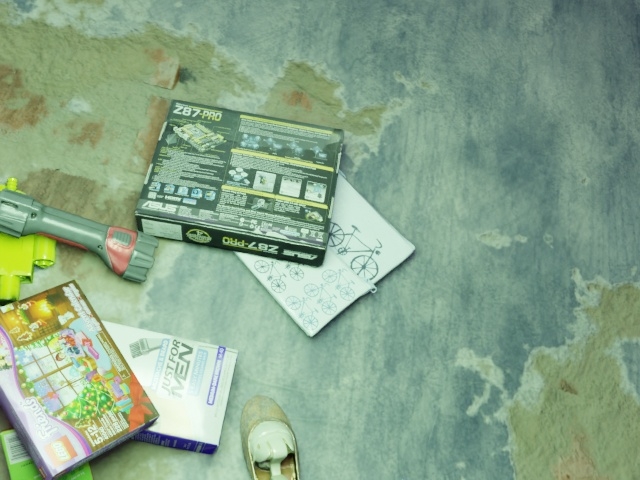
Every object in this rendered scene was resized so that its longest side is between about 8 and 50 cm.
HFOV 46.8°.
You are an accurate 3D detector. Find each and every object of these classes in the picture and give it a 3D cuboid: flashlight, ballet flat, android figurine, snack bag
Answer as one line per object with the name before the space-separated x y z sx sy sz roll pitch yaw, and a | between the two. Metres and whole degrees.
flashlight | -0.474 -0.007 1.430 0.304 0.103 0.103 19 94 -20
ballet flat | -0.076 0.427 1.350 0.108 0.106 0.315 -7 66 -18
android figurine | -0.646 -0.004 1.445 0.249 0.056 0.272 3 65 -14
snack bag | 0.000 0.000 1.607 0.343 0.037 0.323 -34 71 -25

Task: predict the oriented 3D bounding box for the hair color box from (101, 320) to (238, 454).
hair color box | -0.338 0.265 1.362 0.339 0.110 0.185 13 62 -7

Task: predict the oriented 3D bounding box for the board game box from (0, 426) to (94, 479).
board game box | -0.442 0.428 1.241 0.124 0.039 0.259 -13 90 -16

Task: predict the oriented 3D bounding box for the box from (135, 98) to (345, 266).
box | -0.163 -0.129 1.583 0.395 0.097 0.318 10 60 -2

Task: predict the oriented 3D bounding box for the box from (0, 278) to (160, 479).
box | -0.431 0.226 1.232 0.201 0.057 0.293 -25 73 -41

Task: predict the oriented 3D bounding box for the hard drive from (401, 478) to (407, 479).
hard drive | 0.170 0.634 1.349 0.210 0.040 0.318 32 60 2

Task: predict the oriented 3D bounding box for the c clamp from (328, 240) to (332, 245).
c clamp | 0.045 -0.021 1.662 0.161 0.022 0.137 -27 68 -24
